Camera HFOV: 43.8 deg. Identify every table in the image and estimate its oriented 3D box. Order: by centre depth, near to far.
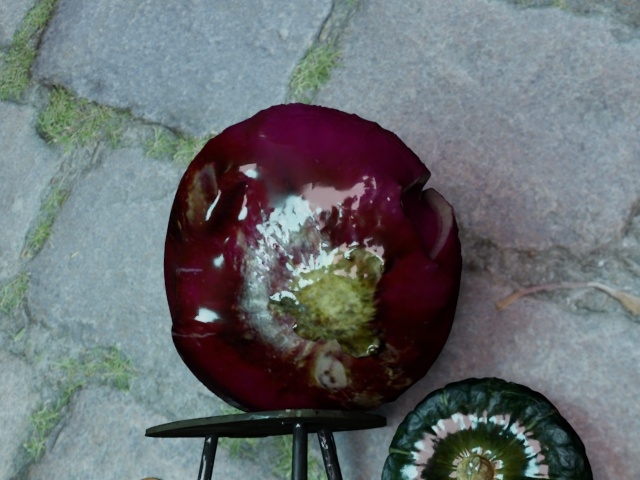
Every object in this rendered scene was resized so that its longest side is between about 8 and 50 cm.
[{"bbox_3d":[-0.036,0.347,0.973,0.317,0.317,0.249,-9,72,19],"label":"table"}]

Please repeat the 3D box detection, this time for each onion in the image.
[{"bbox_3d":[0.000,0.000,1.049,0.398,0.420,0.398,5,118,11],"label":"onion"}]

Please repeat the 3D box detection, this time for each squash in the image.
[{"bbox_3d":[0.201,0.291,0.958,0.252,0.165,0.252,-8,70,22],"label":"squash"}]

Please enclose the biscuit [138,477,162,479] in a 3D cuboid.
[{"bbox_3d":[-0.271,0.416,1.189,0.130,0.019,0.102,-46,61,3],"label":"biscuit"}]
